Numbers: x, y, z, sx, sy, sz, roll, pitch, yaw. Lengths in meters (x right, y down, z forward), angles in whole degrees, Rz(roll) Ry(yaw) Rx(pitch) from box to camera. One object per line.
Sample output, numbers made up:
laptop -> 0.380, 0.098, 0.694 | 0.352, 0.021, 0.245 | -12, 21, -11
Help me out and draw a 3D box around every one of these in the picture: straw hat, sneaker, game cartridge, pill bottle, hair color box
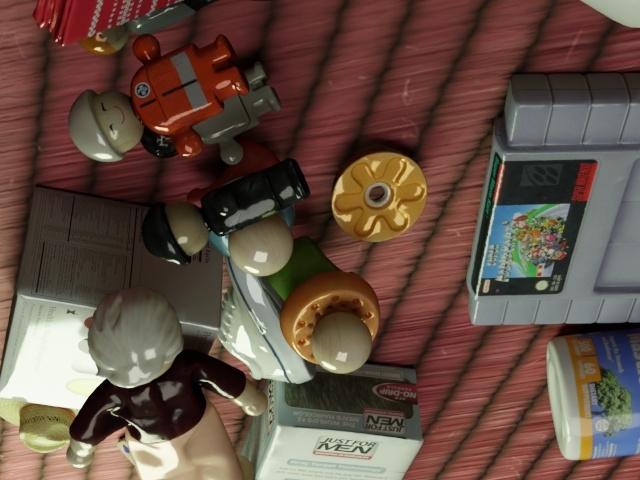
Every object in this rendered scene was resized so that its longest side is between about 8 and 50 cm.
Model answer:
straw hat -> -0.352, 0.238, 1.514 | 0.144, 0.061, 0.144 | -2, 139, -2
sneaker -> -0.076, 0.089, 1.332 | 0.091, 0.094, 0.258 | -10, 138, 9
game cartridge -> 0.282, -0.029, 1.248 | 0.230, 0.068, 0.355 | -5, 140, -5
pill bottle -> 0.419, 0.177, 1.424 | 0.272, 0.152, 0.152 | -7, 140, 4
hair color box -> -0.008, 0.308, 1.580 | 0.185, 0.114, 0.374 | 8, 139, -11

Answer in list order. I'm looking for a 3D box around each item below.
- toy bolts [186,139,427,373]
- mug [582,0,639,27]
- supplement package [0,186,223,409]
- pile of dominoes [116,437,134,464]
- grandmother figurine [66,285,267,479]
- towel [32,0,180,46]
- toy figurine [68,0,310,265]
toy bolts -> 0.000, 0.000, 1.140 | 0.228, 0.158, 0.218 | 34, 104, -28
mug -> 0.155, -0.353, 0.682 | 0.328, 0.276, 0.374 | 27, 139, -13
supplement package -> -0.225, 0.074, 1.262 | 0.203, 0.149, 0.194 | 10, 138, -15
pile of dominoes -> -0.149, 0.348, 1.550 | 0.251, 0.040, 0.196 | 50, 139, -12
grandmother figurine -> -0.162, 0.175, 1.200 | 0.207, 0.104, 0.342 | -26, 139, -15
towel -> -0.079, -0.255, 0.848 | 0.275, 0.031, 0.199 | -32, 160, -41
toy figurine -> -0.120, -0.110, 1.005 | 0.148, 0.209, 0.213 | -24, 137, 6
